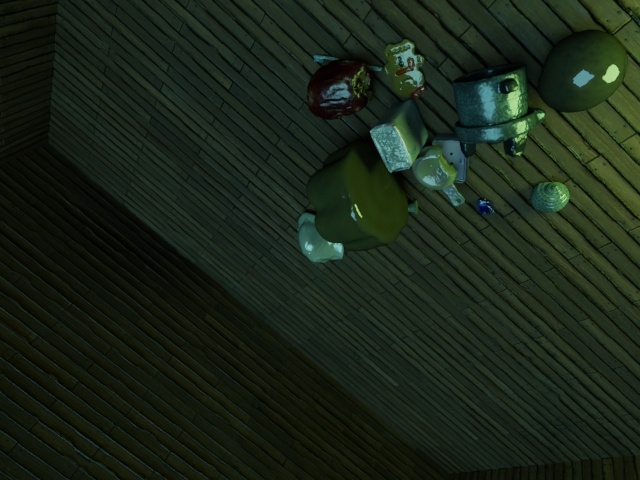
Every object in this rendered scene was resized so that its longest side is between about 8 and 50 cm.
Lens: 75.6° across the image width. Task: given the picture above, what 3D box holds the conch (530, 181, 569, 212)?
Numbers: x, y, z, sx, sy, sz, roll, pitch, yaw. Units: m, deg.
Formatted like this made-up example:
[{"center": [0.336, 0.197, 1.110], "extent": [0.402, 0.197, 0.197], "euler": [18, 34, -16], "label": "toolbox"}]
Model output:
[{"center": [0.903, -0.165, 1.638], "extent": [0.135, 0.102, 0.153], "euler": [30, 138, 26], "label": "conch"}]

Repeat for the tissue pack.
[{"center": [0.320, -0.420, 1.637], "extent": [0.124, 0.271, 0.201], "euler": [-14, 119, 40], "label": "tissue pack"}]

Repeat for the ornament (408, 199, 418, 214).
[{"center": [0.383, -0.150, 1.970], "extent": [0.156, 0.081, 0.075], "euler": [-3, 121, 27], "label": "ornament"}]

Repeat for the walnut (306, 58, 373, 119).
[{"center": [0.090, -0.596, 1.668], "extent": [0.268, 0.222, 0.243], "euler": [10, 169, 37], "label": "walnut"}]

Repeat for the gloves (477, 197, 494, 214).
[{"center": [0.724, -0.147, 1.806], "extent": [0.064, 0.026, 0.086], "euler": [-12, 119, 35], "label": "gloves"}]

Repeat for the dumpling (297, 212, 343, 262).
[{"center": [0.000, 0.000, 2.243], "extent": [0.242, 0.187, 0.318], "euler": [-7, 120, 38], "label": "dumpling"}]

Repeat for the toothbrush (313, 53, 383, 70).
[{"center": [0.109, -0.722, 1.677], "extent": [0.303, 0.030, 0.030], "euler": [17, 133, 19], "label": "toothbrush"}]

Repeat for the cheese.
[{"center": [0.500, -0.257, 1.703], "extent": [0.286, 0.082, 0.163], "euler": [45, 135, -12], "label": "cheese"}]

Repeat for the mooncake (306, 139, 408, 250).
[{"center": [0.169, -0.185, 1.797], "extent": [0.262, 0.467, 0.467], "euler": [-13, 119, 45], "label": "mooncake"}]

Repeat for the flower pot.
[{"center": [0.620, -0.447, 1.440], "extent": [0.298, 0.299, 0.283], "euler": [0, 118, 31], "label": "flower pot"}]

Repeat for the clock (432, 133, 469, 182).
[{"center": [0.540, -0.340, 1.717], "extent": [0.144, 0.073, 0.194], "euler": [9, 130, 25], "label": "clock"}]

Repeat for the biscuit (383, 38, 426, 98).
[{"center": [0.329, -0.656, 1.601], "extent": [0.165, 0.036, 0.226], "euler": [-3, 125, 31], "label": "biscuit"}]

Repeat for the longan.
[{"center": [0.814, -0.527, 1.302], "extent": [0.248, 0.248, 0.248], "euler": [16, 133, 18], "label": "longan"}]
